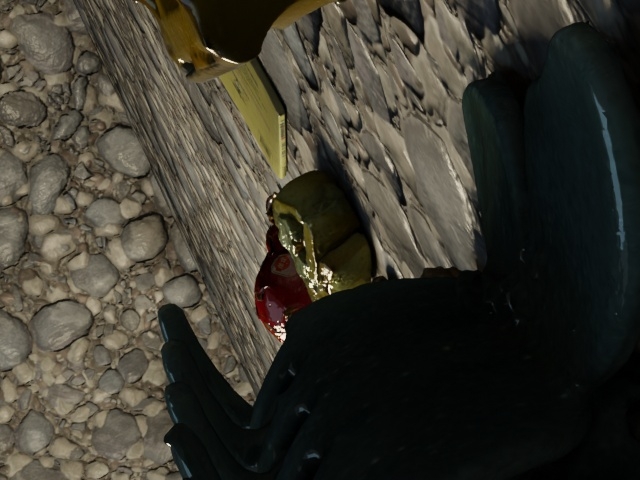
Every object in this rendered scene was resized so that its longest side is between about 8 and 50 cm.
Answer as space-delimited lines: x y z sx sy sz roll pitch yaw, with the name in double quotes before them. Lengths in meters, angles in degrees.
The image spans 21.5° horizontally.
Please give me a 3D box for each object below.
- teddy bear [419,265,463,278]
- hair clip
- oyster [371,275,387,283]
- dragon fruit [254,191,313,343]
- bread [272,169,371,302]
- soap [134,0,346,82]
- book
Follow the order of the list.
"teddy bear" 0.040 0.126 1.174 0.222 0.246 0.296 37 176 -32
"hair clip" 0.065 0.100 0.830 0.392 0.238 0.318 64 180 -19
"oyster" 0.062 0.058 1.506 0.054 0.019 0.083 58 170 35
"dragon fruit" -0.037 0.030 1.820 0.094 0.094 0.190 83 169 -67
"bread" 0.000 0.000 1.554 0.117 0.064 0.156 58 172 20
"soap" -0.084 -0.234 1.073 0.281 0.143 0.259 -164 52 -78
"book" -0.077 -0.161 1.693 0.168 0.013 0.192 61 171 13
